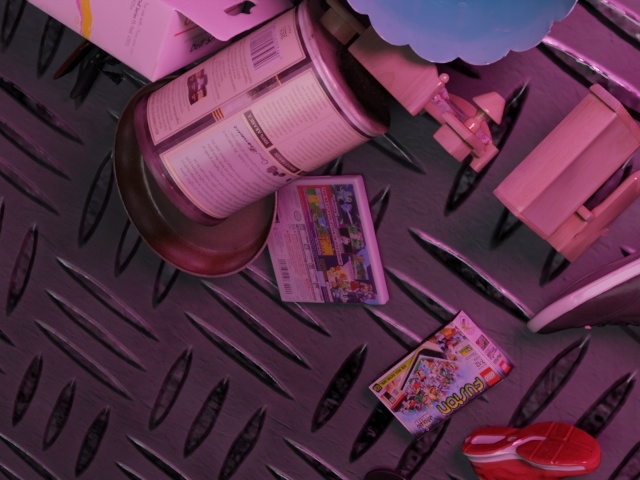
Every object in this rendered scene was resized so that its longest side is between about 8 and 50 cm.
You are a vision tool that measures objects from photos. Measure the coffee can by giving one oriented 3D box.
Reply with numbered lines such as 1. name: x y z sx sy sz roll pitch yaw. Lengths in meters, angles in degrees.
1. coffee can: -0.076 -0.166 1.597 0.275 0.201 0.201 -27 99 21

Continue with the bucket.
1. bucket: 0.161 -0.352 1.359 0.281 0.183 0.281 5 128 6

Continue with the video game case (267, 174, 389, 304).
1. video game case: 0.000 0.000 1.803 0.183 0.023 0.201 0 114 32

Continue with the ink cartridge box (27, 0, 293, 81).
1. ink cartridge box: -0.237 -0.338 1.646 0.353 0.207 0.119 33 125 13

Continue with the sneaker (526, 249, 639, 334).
1. sneaker: 0.406 0.095 1.545 0.295 0.104 0.147 -30 92 35

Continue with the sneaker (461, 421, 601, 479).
1. sneaker: 0.320 0.336 1.760 0.221 0.087 0.128 0 124 45

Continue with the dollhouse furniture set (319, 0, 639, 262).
1. dollhouse furniture set: 0.217 -0.182 1.514 0.174 0.303 0.355 -46 56 9

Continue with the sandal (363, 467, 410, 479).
1. sandal: 0.143 0.427 1.932 0.179 0.040 0.067 38 129 9

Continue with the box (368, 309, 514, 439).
1. box: 0.175 0.201 1.792 0.114 0.036 0.207 47 129 1

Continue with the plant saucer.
1. plant saucer: -0.181 -0.098 1.825 0.310 0.050 0.311 12 113 30

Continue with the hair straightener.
1. hair straightener: -0.314 -0.283 1.838 0.230 0.047 0.089 -38 92 35
